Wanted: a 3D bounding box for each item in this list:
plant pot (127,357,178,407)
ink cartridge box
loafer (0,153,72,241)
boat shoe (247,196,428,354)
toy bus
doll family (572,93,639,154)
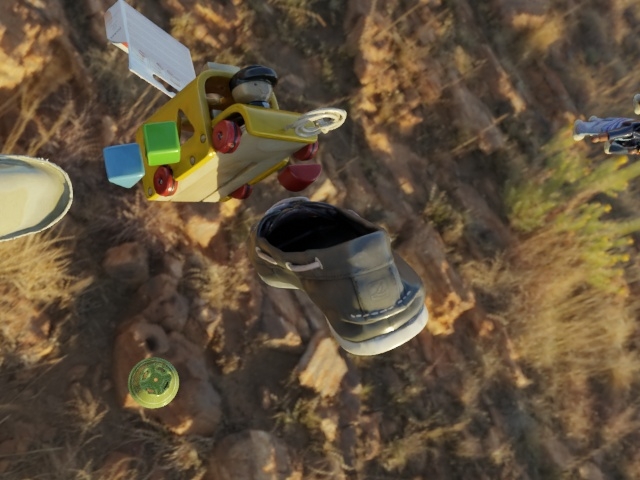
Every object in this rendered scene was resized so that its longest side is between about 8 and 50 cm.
[{"bbox_3d":[-0.268,0.227,1.309,0.083,0.079,0.083,4,75,-14],"label":"plant pot"},{"bbox_3d":[-0.247,-0.260,1.205,0.145,0.045,0.179,32,32,-42],"label":"ink cartridge box"},{"bbox_3d":[-0.366,-0.039,0.837,0.268,0.092,0.102,-10,105,-49],"label":"loafer"},{"bbox_3d":[0.000,0.000,0.763,0.112,0.335,0.096,-24,111,-13],"label":"boat shoe"},{"bbox_3d":[-0.084,-0.106,0.730,0.191,0.202,0.104,76,1,-77],"label":"toy bus"},{"bbox_3d":[0.367,-0.126,0.866,0.193,0.111,0.076,-28,113,-15],"label":"doll family"}]
